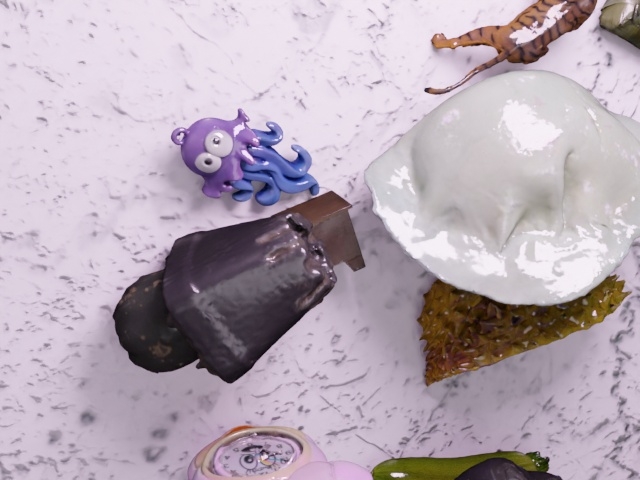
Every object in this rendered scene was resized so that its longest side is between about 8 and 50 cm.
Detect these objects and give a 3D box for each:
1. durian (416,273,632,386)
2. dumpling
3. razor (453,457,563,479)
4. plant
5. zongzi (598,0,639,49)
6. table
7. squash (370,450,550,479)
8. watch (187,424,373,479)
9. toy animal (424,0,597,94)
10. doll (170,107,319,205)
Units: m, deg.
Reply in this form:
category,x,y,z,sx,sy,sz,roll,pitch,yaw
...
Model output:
category,x,y,z,sx,sy,sz,roll,pitch,yaw
durian,0.263,0.082,1.473,0.261,0.186,0.153,-33,118,-22
dumpling,0.246,-0.068,1.399,0.321,0.212,0.270,-34,90,11
razor,0.177,0.430,1.517,0.204,0.113,0.349,26,113,-33
plant,-0.110,0.067,1.325,0.256,0.164,0.141,-24,114,15
zongzi,0.433,-0.300,1.485,0.154,0.062,0.130,22,84,-28
table,0.000,0.000,1.404,0.083,0.070,0.082,-23,113,-12
squash,0.184,0.316,1.548,0.258,0.069,0.069,1,103,-19
watch,-0.048,0.350,1.382,0.211,0.248,0.217,-12,110,-16
toy animal,0.235,-0.243,1.395,0.255,0.116,0.114,-43,111,-3
doll,-0.082,-0.093,1.357,0.206,0.067,0.110,16,107,-32
